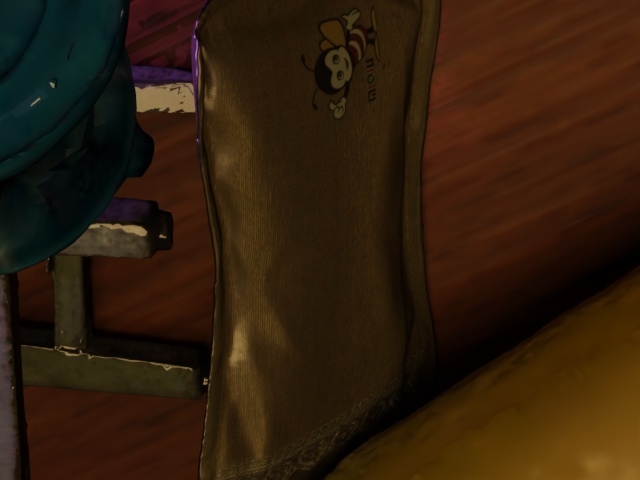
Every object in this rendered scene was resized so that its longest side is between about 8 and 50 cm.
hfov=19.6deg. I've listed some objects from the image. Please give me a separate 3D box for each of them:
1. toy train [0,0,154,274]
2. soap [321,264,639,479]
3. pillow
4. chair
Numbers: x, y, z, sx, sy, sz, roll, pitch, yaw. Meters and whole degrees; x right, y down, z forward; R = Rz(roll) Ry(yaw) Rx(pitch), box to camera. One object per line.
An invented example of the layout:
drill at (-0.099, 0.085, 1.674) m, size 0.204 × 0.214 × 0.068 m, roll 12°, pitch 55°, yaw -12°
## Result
toy train at (-0.152, -0.143, 0.503) m, size 0.265 × 0.188 × 0.300 m, roll 16°, pitch 81°, yaw -3°
soap at (0.222, 0.114, 0.683) m, size 0.427 × 0.115 × 0.306 m, roll -26°, pitch 99°, yaw 9°
pillow at (0.000, 0.000, 0.664) m, size 0.033 × 0.130 × 0.217 m, roll 22°, pitch 123°, yaw 39°
chair at (-0.177, 0.018, 0.664) m, size 0.270 × 0.136 × 0.147 m, roll 3°, pitch 117°, yaw 4°
